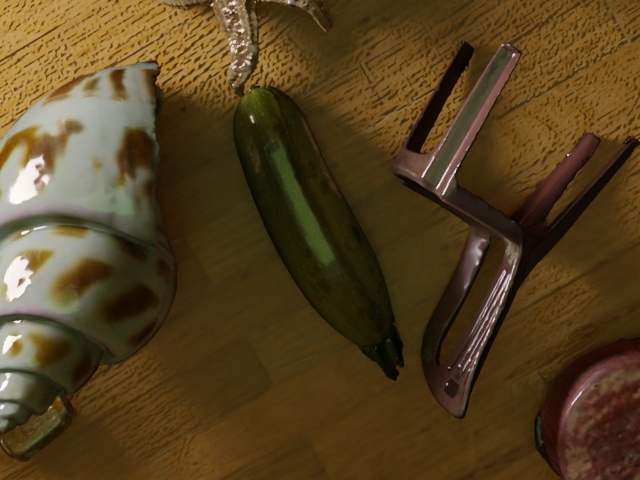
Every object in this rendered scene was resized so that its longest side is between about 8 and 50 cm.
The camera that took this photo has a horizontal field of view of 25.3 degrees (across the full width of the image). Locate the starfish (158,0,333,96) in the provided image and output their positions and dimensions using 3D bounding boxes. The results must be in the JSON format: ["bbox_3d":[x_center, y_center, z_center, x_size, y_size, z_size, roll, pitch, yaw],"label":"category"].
[{"bbox_3d":[-0.095,-0.274,1.408,0.236,0.062,0.277,18,121,16],"label":"starfish"}]

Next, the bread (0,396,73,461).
[{"bbox_3d":[-0.298,0.194,1.504,0.088,0.033,0.049,-42,82,1],"label":"bread"}]

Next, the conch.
[{"bbox_3d":[-0.231,0.000,1.366,0.197,0.249,0.368,0,62,-21],"label":"conch"}]

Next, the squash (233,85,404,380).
[{"bbox_3d":[0.000,0.000,1.454,0.094,0.094,0.341,-26,98,3],"label":"squash"}]

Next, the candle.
[{"bbox_3d":[0.386,0.258,1.476,0.287,0.131,0.317,-12,99,-2],"label":"candle"}]

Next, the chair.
[{"bbox_3d":[0.144,-0.011,1.414,0.183,0.175,0.326,33,90,-14],"label":"chair"}]
